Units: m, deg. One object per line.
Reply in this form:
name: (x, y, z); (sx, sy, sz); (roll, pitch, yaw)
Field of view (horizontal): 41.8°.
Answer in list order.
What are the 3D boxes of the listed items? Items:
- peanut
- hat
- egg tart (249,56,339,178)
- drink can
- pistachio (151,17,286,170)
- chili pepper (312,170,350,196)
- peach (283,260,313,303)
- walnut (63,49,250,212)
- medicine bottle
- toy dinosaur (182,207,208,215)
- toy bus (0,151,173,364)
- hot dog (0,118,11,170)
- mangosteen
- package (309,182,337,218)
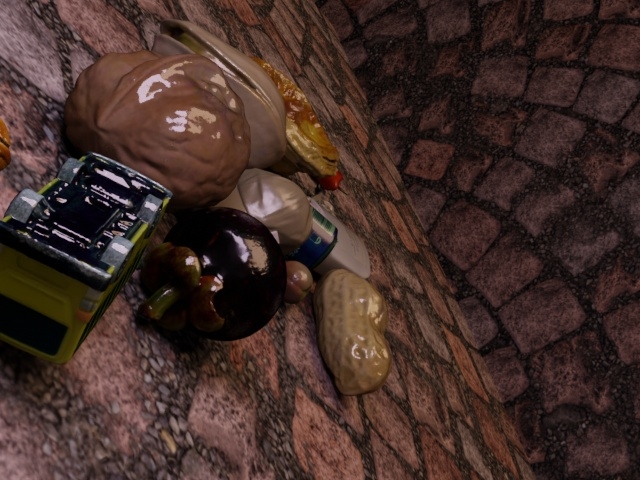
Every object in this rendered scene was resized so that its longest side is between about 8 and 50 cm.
peanut: (0.066, 0.176, 1.663); (0.152, 0.152, 0.313); (49, 21, -32)
hat: (-0.086, -0.026, 1.355); (0.173, 0.144, 0.166); (-90, 157, -70)
egg tart: (-0.097, -0.266, 1.952); (0.352, 0.150, 0.352); (48, 16, -19)
drink can: (-0.069, -0.038, 1.626); (0.205, 0.118, 0.118); (42, 19, -11)
pistachio: (-0.192, -0.265, 1.552); (0.332, 0.208, 0.226); (49, -27, -18)
chili pepper: (-0.007, -0.203, 2.274); (0.272, 0.071, 0.063); (45, 60, -29)
peach: (-0.056, 0.078, 1.583); (0.083, 0.083, 0.083); (52, 17, -24)
walnut: (-0.228, -0.157, 1.207); (0.273, 0.227, 0.273); (47, 25, -30)
medicine bottle: (0.000, 0.000, 1.843); (0.296, 0.111, 0.161); (37, 27, -58)
toy dinosaur: (-0.216, -0.074, 1.362); (0.383, 0.129, 0.331); (52, 26, -21)
toy bus: (-0.266, 0.009, 0.921); (0.128, 0.150, 0.262); (27, 21, -5)
hot dog: (-0.426, -0.153, 0.880); (0.249, 0.068, 0.100); (48, 9, -42)
mangosteen: (-0.158, 0.051, 1.166); (0.230, 0.194, 0.194); (-12, 70, -46)
package: (0.027, -0.029, 2.118); (0.232, 0.040, 0.166); (62, 17, -20)
